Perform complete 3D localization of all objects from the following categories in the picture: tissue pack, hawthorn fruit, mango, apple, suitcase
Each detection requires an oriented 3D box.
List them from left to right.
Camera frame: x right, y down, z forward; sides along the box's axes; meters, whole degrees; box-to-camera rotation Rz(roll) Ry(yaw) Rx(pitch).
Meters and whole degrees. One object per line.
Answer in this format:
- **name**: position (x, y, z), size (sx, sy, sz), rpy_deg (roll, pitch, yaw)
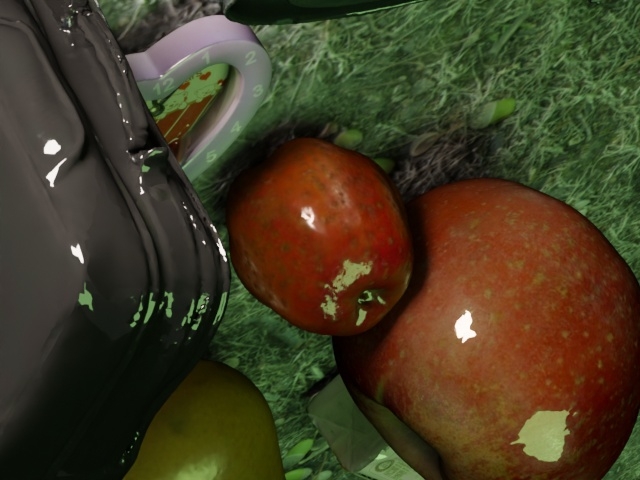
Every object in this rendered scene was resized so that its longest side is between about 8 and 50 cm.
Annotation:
- **suitcase**: position (-0.228, -0.002, 1.443), size (0.188, 0.345, 0.339), rpy_deg (1, 136, -38)
- **mango**: position (-0.163, 0.305, 2.084), size (0.300, 0.232, 0.446), rpy_deg (-12, 138, -26)
- **hawthorn fruit**: position (0.000, 0.000, 1.839), size (0.189, 0.189, 0.189), rpy_deg (-24, 149, -15)
- **tissue pack**: position (0.122, 0.195, 2.294), size (0.185, 0.124, 0.225), rpy_deg (-40, 150, 13)
- **apple**: position (0.175, 0.104, 1.990), size (0.277, 0.348, 0.348), rpy_deg (-41, 152, -13)

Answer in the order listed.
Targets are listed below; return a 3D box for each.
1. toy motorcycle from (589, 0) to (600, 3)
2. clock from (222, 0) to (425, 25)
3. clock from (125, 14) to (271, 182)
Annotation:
- **toy motorcycle**: position (0.238, -0.279, 1.766), size (0.205, 0.076, 0.114), rpy_deg (-4, 132, -42)
- **clock**: position (0.074, -0.236, 1.517), size (0.318, 0.066, 0.319), rpy_deg (-13, 176, -1)
- **clock**: position (-0.138, -0.109, 1.651), size (0.198, 0.064, 0.172), rpy_deg (-26, 150, -13)
